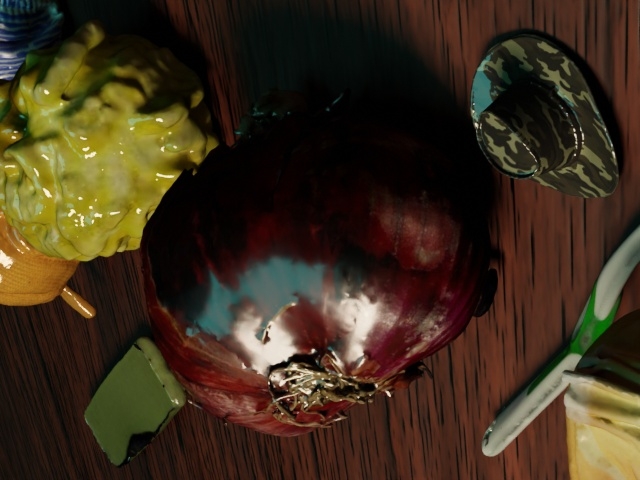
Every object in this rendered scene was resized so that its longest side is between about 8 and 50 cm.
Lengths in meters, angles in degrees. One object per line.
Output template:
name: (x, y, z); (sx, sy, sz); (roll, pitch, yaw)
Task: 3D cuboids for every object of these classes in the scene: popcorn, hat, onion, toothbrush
popcorn: (-0.200, -0.092, 1.322); (0.217, 0.181, 0.235); (57, 144, 8)
hat: (-0.311, 0.012, 1.614); (0.233, 0.233, 0.244); (52, -159, -32)
onion: (0.000, 0.017, 1.076); (0.221, 0.281, 0.281); (23, 168, -28)
toothbrush: (0.175, 0.055, 0.996); (0.040, 0.042, 0.418); (25, 148, -3)
hat: (0.131, -0.066, 0.942); (0.121, 0.050, 0.121); (36, 144, 32)

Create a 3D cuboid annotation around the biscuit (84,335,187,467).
biscuit: (-0.220, 0.197, 1.790); (0.099, 0.038, 0.322); (58, 153, 9)

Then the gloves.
gloves: (-0.310, -0.190, 1.481); (0.097, 0.119, 0.229); (-87, 6, -45)

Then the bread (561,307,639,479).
bread: (0.225, 0.154, 0.911); (0.107, 0.136, 0.241); (21, 133, 53)
